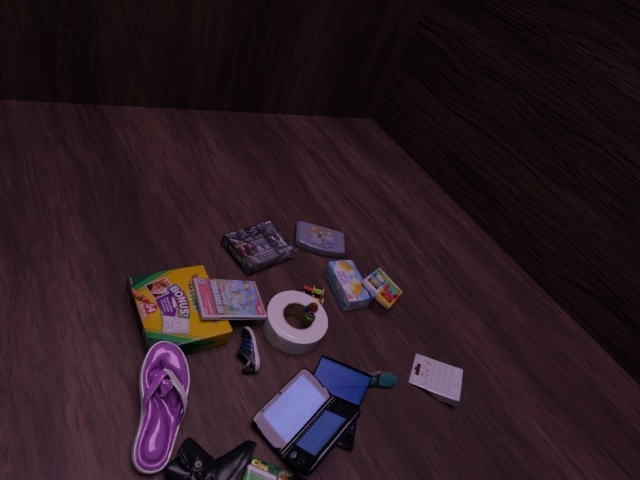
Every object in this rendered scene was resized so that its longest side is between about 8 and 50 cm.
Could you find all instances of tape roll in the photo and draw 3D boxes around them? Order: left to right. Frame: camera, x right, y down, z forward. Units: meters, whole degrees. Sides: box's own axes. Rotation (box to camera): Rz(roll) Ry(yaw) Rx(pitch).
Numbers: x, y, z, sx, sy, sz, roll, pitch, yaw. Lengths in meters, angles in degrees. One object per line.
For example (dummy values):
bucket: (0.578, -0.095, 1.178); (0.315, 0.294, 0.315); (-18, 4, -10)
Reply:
tape roll: (-0.114, 0.364, 1.825); (0.286, 0.100, 0.286); (16, 41, -14)

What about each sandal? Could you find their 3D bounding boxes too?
sandal: (-0.513, 0.534, 1.352); (0.169, 0.102, 0.416); (14, 55, -31)

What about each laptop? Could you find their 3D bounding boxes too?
laptop: (0.063, 0.628, 1.600); (0.234, 0.136, 0.264); (24, 36, -3)

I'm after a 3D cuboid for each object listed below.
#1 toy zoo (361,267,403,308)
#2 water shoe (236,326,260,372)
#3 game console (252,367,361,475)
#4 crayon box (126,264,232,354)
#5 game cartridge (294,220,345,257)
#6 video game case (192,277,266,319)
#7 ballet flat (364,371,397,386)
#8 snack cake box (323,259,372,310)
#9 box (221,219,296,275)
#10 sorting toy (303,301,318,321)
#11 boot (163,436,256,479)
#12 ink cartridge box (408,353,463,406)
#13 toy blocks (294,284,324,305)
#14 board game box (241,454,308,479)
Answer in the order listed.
toy zoo: (0.323, 0.254, 2.153); (0.192, 0.030, 0.293); (47, 26, 10)
water shoe: (-0.302, 0.439, 1.660); (0.080, 0.073, 0.203); (-3, 47, -28)
game console: (-0.050, 0.629, 1.459); (0.293, 0.250, 0.173); (-39, 107, -32)
crayon box: (-0.575, 0.282, 1.655); (0.313, 0.106, 0.363); (-9, 51, -36)
game cartridge: (0.000, 0.000, 2.325); (0.297, 0.062, 0.198); (15, 36, -14)
video game case: (-0.382, 0.247, 1.724); (0.285, 0.025, 0.204); (8, 39, -37)
ballet flat: (0.239, 0.600, 1.788); (0.213, 0.072, 0.068); (7, 13, -26)
snack cake box: (0.141, 0.229, 2.121); (0.152, 0.089, 0.264); (-2, 47, -32)
box: (-0.312, 0.030, 2.101); (0.307, 0.076, 0.242); (-22, 59, -42)
sorting toy: (-0.040, 0.308, 1.814); (0.061, 0.042, 0.102); (23, 39, -5)
boot: (-0.353, 0.703, 1.323); (0.207, 0.094, 0.246); (37, 46, 7)
ink cartridge box: (0.543, 0.653, 1.923); (0.232, 0.066, 0.189); (13, 36, 17)
toy blocks: (-0.060, 0.258, 1.995); (0.148, 0.054, 0.123); (20, 31, -10)
board game box: (-0.139, 0.832, 1.354); (0.260, 0.030, 0.136); (26, 41, -1)
